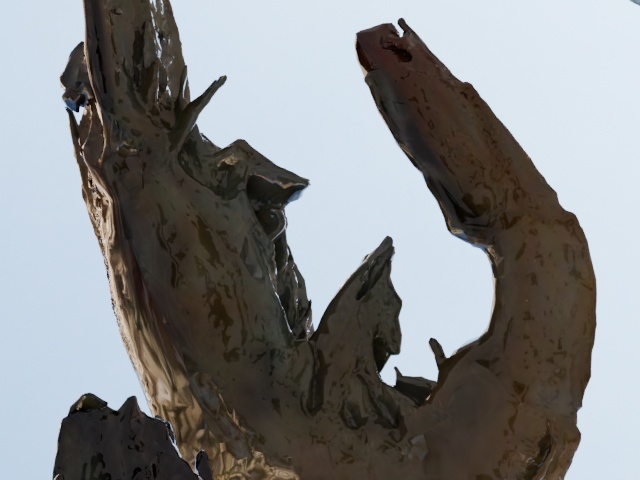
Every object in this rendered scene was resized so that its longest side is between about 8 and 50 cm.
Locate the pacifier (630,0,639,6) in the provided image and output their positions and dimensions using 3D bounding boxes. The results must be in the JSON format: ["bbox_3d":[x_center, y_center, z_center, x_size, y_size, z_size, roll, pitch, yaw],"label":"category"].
[{"bbox_3d":[0.107,-0.103,0.416,0.116,0.127,0.150,-18,-146,24],"label":"pacifier"}]

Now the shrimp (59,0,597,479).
[{"bbox_3d":[-0.001,0.000,0.658,0.173,0.253,0.058,-22,170,27],"label":"shrimp"}]

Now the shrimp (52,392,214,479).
[{"bbox_3d":[-0.026,0.099,0.281,0.034,0.091,0.161,5,-105,-8],"label":"shrimp"}]
